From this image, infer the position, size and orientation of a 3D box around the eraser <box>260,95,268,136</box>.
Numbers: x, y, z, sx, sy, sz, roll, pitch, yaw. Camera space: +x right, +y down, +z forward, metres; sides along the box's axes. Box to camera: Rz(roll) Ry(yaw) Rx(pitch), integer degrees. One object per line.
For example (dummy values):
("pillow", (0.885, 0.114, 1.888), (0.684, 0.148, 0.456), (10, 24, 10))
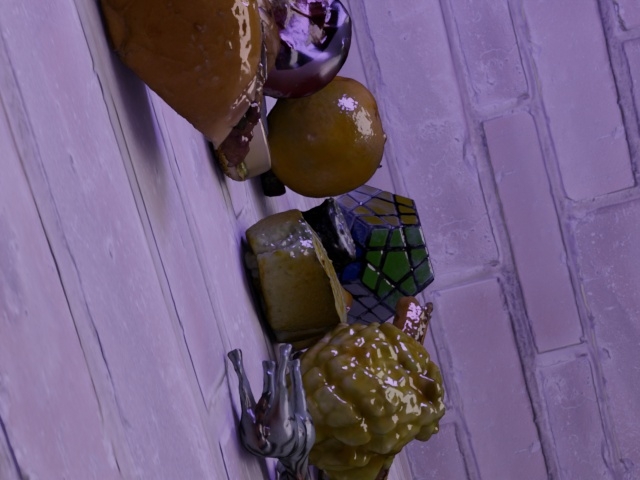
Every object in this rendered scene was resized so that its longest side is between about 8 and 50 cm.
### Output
("eraser", (-0.142, -0.328, 1.955), (0.089, 0.061, 0.351), (68, 11, -53))

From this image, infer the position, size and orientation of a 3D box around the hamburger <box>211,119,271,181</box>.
("hamburger", (-0.123, -0.150, 1.635), (0.141, 0.082, 0.126), (-121, -164, -67))

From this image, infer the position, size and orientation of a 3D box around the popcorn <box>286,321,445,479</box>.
("popcorn", (0.059, 0.244, 1.661), (0.224, 0.258, 0.270), (48, -5, 16))

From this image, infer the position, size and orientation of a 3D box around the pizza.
("pizza", (0.114, 0.288, 1.922), (0.435, 0.080, 0.391), (-73, 178, -66))

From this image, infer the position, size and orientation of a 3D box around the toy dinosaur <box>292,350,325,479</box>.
("toy dinosaur", (0.005, 0.324, 1.861), (0.200, 0.072, 0.251), (54, 29, -56))

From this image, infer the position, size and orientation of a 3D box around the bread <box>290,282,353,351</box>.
("bread", (-0.009, 0.114, 1.895), (0.086, 0.125, 0.156), (54, 19, -23))

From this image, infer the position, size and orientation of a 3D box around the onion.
("onion", (-0.088, -0.339, 1.802), (0.195, 0.272, 0.272), (-42, -126, 54))

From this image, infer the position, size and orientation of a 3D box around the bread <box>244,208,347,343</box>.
("bread", (-0.046, 0.051, 1.719), (0.257, 0.124, 0.185), (65, 6, -57))

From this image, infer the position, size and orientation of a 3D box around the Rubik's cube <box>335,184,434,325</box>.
("Rubik's cube", (0.102, 0.038, 2.377), (0.264, 0.319, 0.318), (20, 52, -52))

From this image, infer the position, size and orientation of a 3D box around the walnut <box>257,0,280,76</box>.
("walnut", (-0.135, -0.299, 1.567), (0.184, 0.156, 0.155), (75, 3, -63))

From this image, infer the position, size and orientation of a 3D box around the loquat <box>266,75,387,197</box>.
("loquat", (0.002, -0.194, 1.967), (0.244, 0.244, 0.243), (-14, 90, -84))

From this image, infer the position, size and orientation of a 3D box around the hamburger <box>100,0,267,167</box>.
("hamburger", (-0.152, -0.253, 1.222), (0.282, 0.245, 0.155), (32, 13, 2))

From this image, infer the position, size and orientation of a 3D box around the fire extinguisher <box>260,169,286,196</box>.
("fire extinguisher", (-0.100, -0.160, 2.046), (0.064, 0.043, 0.158), (19, 55, -61))

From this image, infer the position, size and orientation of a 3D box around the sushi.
("sushi", (0.000, 0.000, 2.042), (0.225, 0.126, 0.136), (-160, -132, -86))

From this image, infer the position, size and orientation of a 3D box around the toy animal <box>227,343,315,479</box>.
("toy animal", (-0.049, 0.229, 1.417), (0.255, 0.090, 0.169), (64, 19, -53))
